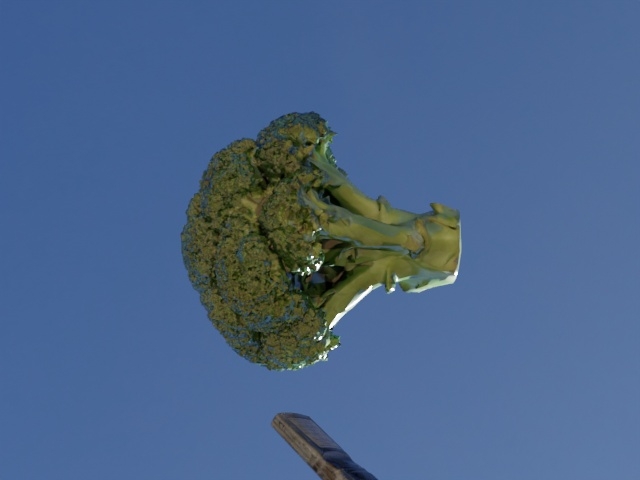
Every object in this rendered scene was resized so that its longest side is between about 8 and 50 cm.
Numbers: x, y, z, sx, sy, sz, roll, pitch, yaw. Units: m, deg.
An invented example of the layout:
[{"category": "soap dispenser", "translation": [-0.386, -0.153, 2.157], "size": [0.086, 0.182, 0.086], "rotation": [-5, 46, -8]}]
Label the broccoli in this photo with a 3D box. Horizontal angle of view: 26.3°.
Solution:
[{"category": "broccoli", "translation": [0.000, 0.000, 1.322], "size": [0.270, 0.270, 0.270], "rotation": [0, -80, 6]}]

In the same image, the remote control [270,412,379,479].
[{"category": "remote control", "translation": [0.017, 0.190, 1.128], "size": [0.152, 0.043, 0.027], "rotation": [38, -67, 42]}]
